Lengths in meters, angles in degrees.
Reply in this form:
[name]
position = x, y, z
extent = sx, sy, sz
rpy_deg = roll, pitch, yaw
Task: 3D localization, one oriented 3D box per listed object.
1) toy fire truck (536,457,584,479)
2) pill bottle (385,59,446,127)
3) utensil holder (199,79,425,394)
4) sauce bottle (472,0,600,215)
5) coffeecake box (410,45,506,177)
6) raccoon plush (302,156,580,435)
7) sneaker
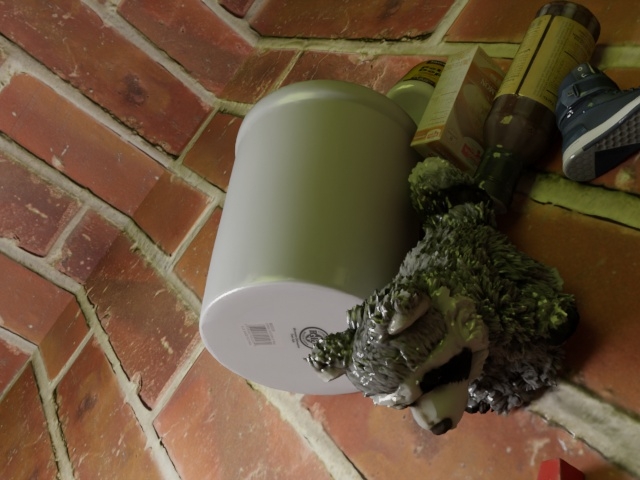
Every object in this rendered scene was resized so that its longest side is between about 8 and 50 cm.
[toy fire truck]
position = 0.271, 0.304, 0.749
extent = 0.135, 0.047, 0.192
rpy_deg = -24, 40, 43
[pill bottle]
position = 0.187, -0.247, 1.370
extent = 0.117, 0.117, 0.215
rpy_deg = -34, 9, 32
[utensil holder]
position = 0.000, 0.000, 1.216
extent = 0.327, 0.327, 0.385
rpy_deg = -30, 39, 37
[sauce bottle]
position = 0.314, -0.199, 1.183
extent = 0.111, 0.111, 0.344
rpy_deg = 5, 62, 58
[coffeecake box]
position = 0.241, -0.188, 1.245
extent = 0.068, 0.142, 0.185
rpy_deg = -6, 54, 53
[raccoon plush]
position = 0.099, 0.043, 0.966
extent = 0.216, 0.299, 0.446
rpy_deg = -57, 37, 23
[sneaker]
position = 0.417, -0.199, 1.054
extent = 0.226, 0.086, 0.163
rpy_deg = -31, 38, 37
